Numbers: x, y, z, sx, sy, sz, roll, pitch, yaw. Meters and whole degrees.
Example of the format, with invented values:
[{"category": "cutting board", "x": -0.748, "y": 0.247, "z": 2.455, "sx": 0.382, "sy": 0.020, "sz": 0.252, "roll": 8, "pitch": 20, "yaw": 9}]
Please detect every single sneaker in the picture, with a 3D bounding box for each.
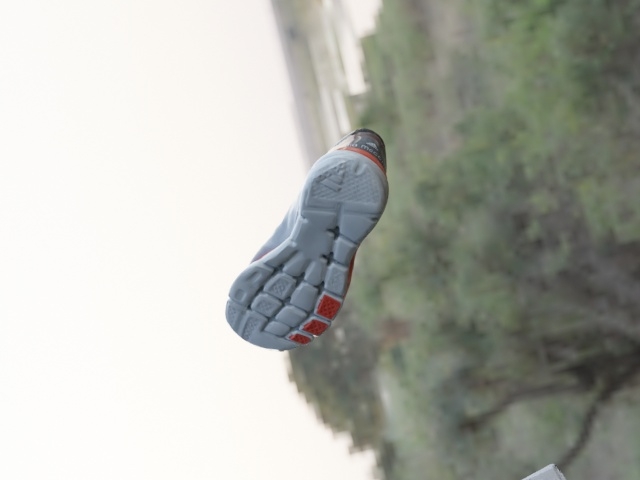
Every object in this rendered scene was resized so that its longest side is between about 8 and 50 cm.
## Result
[{"category": "sneaker", "x": 0.000, "y": 0.000, "z": 1.123, "sx": 0.158, "sy": 0.061, "sz": 0.065, "roll": -54, "pitch": 7, "yaw": 34}]

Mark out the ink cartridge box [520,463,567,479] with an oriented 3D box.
[{"category": "ink cartridge box", "x": 0.076, "y": 0.248, "z": 1.305, "sx": 0.092, "sy": 0.158, "sz": 0.218, "roll": 61, "pitch": 149, "yaw": 10}]
